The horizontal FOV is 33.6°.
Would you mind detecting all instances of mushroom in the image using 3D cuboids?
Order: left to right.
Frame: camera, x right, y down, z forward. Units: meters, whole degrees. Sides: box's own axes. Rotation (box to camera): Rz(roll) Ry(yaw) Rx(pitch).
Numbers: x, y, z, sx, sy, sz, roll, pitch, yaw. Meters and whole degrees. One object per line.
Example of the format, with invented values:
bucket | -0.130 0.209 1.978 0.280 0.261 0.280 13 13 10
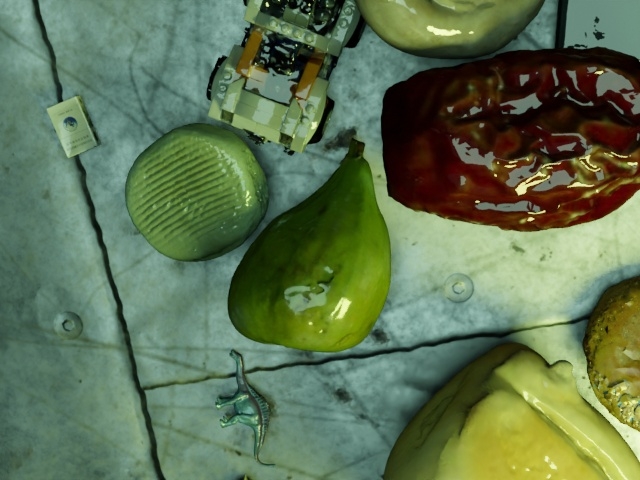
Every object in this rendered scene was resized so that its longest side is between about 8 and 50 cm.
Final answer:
mushroom | 0.184 -0.386 1.399 0.297 0.290 0.298 -2 96 -17

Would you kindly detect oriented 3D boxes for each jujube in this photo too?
jujube | 0.271 -0.140 1.456 0.376 0.276 0.277 2 100 6

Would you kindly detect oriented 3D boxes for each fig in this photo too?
fig | 0.001 0.022 1.530 0.233 0.233 0.314 22 107 1

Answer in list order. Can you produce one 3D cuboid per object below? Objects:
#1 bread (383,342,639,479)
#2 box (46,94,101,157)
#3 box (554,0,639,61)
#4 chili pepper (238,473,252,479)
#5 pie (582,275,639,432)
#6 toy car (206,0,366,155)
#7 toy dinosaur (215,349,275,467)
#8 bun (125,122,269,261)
bread | 0.283 0.382 1.539 0.376 0.253 0.348 43 58 -3
box | -0.381 -0.176 1.636 0.054 0.024 0.083 -21 98 11
box | 0.456 -0.325 1.513 0.230 0.050 0.160 4 101 5
chili pepper | -0.121 0.459 1.720 0.045 0.027 0.178 2 100 9
pie | 0.513 0.171 1.540 0.273 0.069 0.274 -4 74 16
toy car | -0.048 -0.286 1.539 0.193 0.118 0.301 23 100 4
toy dinosaur | -0.120 0.271 1.678 0.080 0.045 0.198 -18 89 0
bun | -0.177 -0.074 1.583 0.221 0.108 0.221 5 110 15
